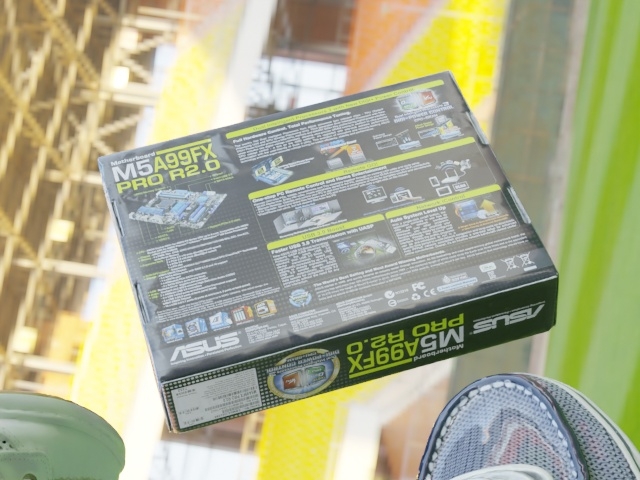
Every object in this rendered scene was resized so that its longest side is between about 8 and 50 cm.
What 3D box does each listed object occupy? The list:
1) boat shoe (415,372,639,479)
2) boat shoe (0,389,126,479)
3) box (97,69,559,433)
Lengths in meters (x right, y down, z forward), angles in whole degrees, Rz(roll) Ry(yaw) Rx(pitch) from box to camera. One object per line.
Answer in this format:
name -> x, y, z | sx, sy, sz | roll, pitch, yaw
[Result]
boat shoe -> 0.079, 0.134, 0.627 | 0.158, 0.127, 0.340 | 56, -167, -29
boat shoe -> -0.181, 0.121, 0.675 | 0.277, 0.098, 0.096 | 23, -134, -59
box -> 0.000, 0.000, 1.022 | 0.060, 0.270, 0.216 | 84, 168, -47
